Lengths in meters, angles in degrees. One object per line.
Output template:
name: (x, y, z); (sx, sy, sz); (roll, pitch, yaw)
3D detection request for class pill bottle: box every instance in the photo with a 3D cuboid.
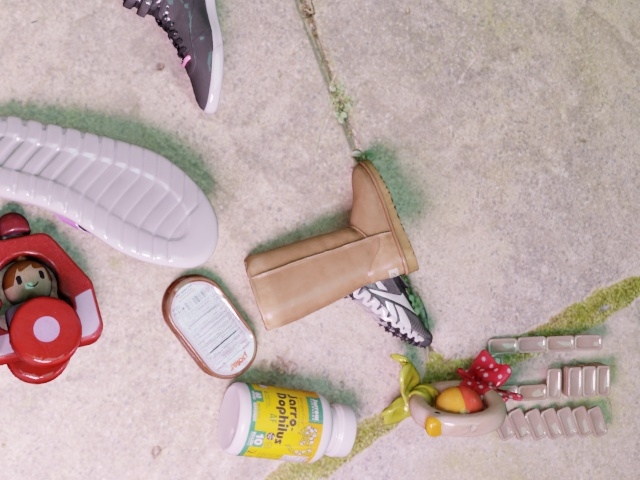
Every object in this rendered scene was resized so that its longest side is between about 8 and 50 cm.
pill bottle: (-0.053, 0.301, 1.715); (0.208, 0.117, 0.118); (12, 87, -22)

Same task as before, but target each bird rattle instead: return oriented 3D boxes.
bird rattle: (0.235, 0.284, 1.799); (0.253, 0.207, 0.143); (6, 108, -13)

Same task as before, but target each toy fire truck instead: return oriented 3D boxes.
toy fire truck: (-0.481, 0.088, 1.521); (0.302, 0.169, 0.254); (-13, 78, -23)

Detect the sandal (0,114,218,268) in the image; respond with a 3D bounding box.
sandal: (-0.349, -0.079, 1.599); (0.416, 0.102, 0.169); (25, 67, -8)

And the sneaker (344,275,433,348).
sneaker: (0.119, 0.092, 1.802); (0.234, 0.078, 0.106); (38, 80, -17)

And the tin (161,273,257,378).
tin: (-0.179, 0.142, 1.704); (0.106, 0.040, 0.190); (-39, 105, -12)

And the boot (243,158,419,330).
boot: (0.000, 0.000, 1.733); (0.269, 0.089, 0.236); (-19, 58, -3)

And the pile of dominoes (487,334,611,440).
pile of dominoes: (0.423, 0.274, 1.968); (0.251, 0.040, 0.196); (0, 92, -14)

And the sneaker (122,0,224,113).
sneaker: (-0.236, -0.339, 1.635); (0.146, 0.104, 0.296); (-7, 88, -20)
